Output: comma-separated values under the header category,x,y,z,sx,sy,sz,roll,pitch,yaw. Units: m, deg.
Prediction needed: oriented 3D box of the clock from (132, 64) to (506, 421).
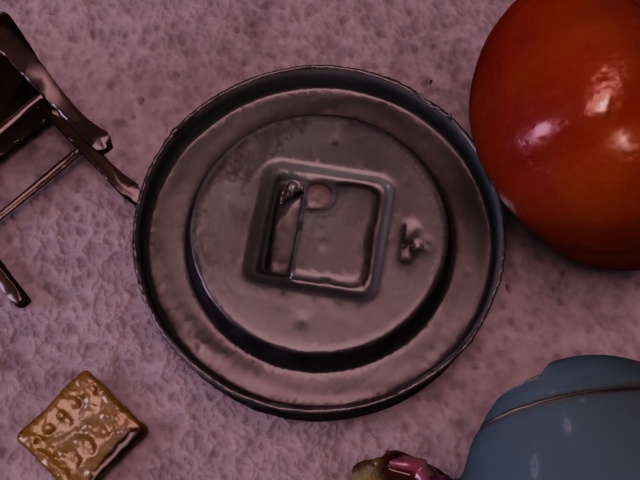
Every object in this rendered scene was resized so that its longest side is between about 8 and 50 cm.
category,x,y,z,sx,sy,sz,roll,pitch,yaw
clock,0.000,0.001,0.978,0.319,0.066,0.318,0,69,1

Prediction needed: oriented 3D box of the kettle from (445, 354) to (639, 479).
category,x,y,z,sx,sy,sz,roll,pitch,yaw
kettle,0.223,0.223,0.660,0.320,0.247,0.342,-17,64,20

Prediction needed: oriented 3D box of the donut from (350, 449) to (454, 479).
category,x,y,z,sx,sy,sz,roll,pitch,yaw
donut,0.032,0.344,0.813,0.259,0.136,0.345,42,76,12

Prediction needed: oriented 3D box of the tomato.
category,x,y,z,sx,sy,sz,roll,pitch,yaw
tomato,0.223,-0.097,0.934,0.180,0.260,0.259,-29,69,21

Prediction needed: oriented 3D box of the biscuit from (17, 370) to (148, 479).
category,x,y,z,sx,sy,sz,roll,pitch,yaw
biscuit,-0.199,0.162,0.942,0.081,0.018,0.083,40,74,14

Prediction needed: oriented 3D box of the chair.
category,x,y,z,sx,sy,sz,roll,pitch,yaw
chair,-0.327,-0.112,0.979,0.186,0.160,0.319,-43,75,-9
